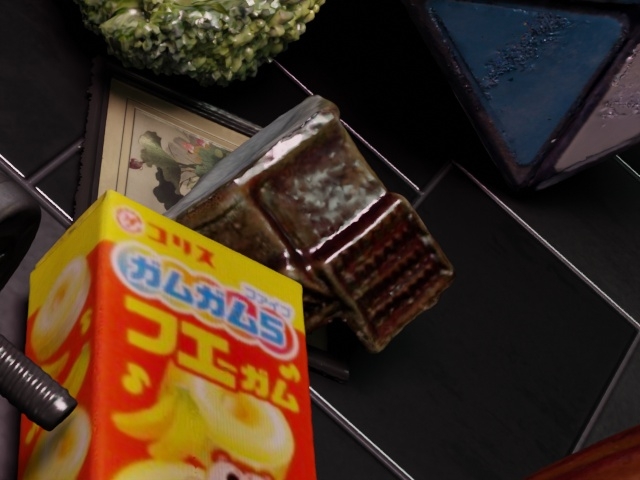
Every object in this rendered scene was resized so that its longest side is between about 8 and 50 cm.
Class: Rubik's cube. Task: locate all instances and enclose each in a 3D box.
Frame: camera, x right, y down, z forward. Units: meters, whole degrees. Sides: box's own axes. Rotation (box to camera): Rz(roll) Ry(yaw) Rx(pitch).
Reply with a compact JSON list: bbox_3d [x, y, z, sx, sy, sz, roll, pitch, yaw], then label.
[{"bbox_3d":[0.188,-0.259,1.257,0.307,0.305,0.310,55,12,-56],"label":"Rubik's cube"}]

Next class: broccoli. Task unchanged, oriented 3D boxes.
[{"bbox_3d":[-0.080,-0.206,1.162,0.198,0.176,0.226,29,17,2],"label":"broccoli"}]

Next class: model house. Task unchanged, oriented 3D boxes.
[{"bbox_3d":[-0.005,0.004,1.078,0.165,0.106,0.152,-39,95,-16],"label":"model house"}]

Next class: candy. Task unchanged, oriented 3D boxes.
[{"bbox_3d":[-0.078,0.117,0.897,0.146,0.088,0.276,27,36,-27],"label":"candy"}]

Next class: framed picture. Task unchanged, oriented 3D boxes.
[{"bbox_3d":[-0.067,-0.018,1.119,0.199,0.010,0.195,23,41,-22],"label":"framed picture"}]

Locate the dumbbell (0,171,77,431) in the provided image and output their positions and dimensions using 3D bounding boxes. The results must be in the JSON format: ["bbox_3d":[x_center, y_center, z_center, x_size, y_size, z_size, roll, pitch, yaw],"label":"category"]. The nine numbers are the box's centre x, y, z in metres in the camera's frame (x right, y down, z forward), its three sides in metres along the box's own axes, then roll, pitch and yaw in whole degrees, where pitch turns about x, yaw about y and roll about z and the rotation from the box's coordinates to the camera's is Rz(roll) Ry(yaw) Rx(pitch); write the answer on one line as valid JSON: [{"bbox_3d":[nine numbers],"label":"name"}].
[{"bbox_3d":[-0.247,-0.019,0.848,0.325,0.143,0.143,39,37,4],"label":"dumbbell"}]

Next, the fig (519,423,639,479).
[{"bbox_3d":[0.135,0.191,0.964,0.321,0.217,0.217,9,45,-10],"label":"fig"}]
